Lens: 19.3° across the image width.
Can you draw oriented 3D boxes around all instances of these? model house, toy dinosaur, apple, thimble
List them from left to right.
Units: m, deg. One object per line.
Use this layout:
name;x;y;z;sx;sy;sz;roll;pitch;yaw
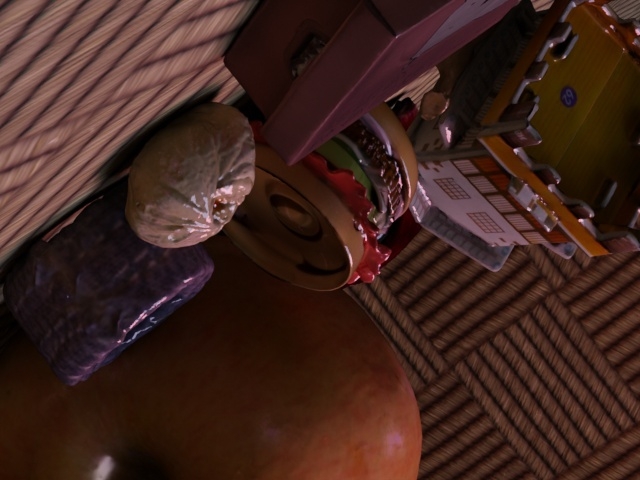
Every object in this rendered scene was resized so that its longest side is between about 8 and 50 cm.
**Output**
thimble;-0.161;0.030;1.414;0.150;0.098;0.150;-38;177;-3
apple;-0.108;0.183;1.630;0.391;0.391;0.346;-39;171;17
toy dinosaur;0.122;-0.184;1.689;0.251;0.072;0.200;-55;176;41
model house;0.208;-0.108;1.724;0.215;0.198;0.224;-3;-130;52

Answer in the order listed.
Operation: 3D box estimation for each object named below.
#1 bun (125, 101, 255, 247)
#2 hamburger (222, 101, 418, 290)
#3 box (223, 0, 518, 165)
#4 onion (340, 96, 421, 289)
bun;-0.086;-0.041;1.328;0.115;0.069;0.115;-46;166;-15
hamburger;-0.002;-0.055;1.491;0.137;0.175;0.175;-51;-176;-30
box;0.061;-0.167;1.196;0.215;0.086;0.215;-35;175;-26
onion;0.000;0.000;2.150;0.280;0.146;0.314;-41;-179;-35
